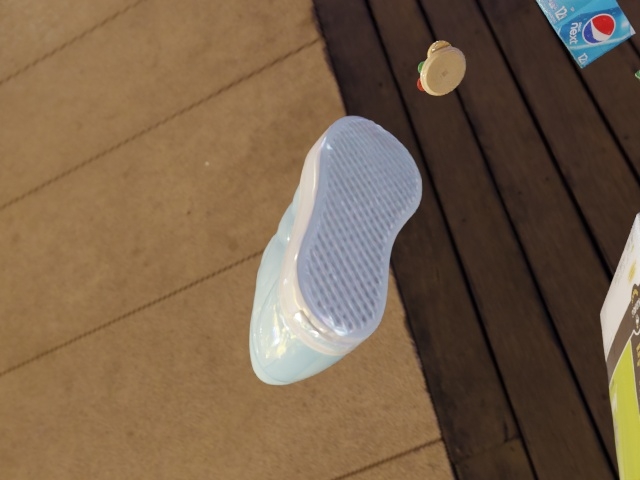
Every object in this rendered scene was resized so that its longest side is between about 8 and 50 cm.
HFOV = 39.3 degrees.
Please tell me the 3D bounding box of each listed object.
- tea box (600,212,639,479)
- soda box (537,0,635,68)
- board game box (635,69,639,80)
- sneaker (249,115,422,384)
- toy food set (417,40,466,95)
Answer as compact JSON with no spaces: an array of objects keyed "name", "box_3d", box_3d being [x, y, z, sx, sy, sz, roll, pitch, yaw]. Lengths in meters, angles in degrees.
[{"name":"tea box","box_3d":[0.462,0.173,1.020,0.220,0.329,0.323,-2,66,9]},{"name":"soda box","box_3d":[0.271,-0.289,1.003,0.067,0.071,0.210,-34,40,20]},{"name":"board game box","box_3d":[0.507,-0.211,1.175,0.136,0.260,0.030,-46,55,16]},{"name":"sneaker","box_3d":[0.000,0.000,0.938,0.150,0.135,0.366,-42,14,36]},{"name":"toy food set","box_3d":[0.188,-0.263,1.389,0.082,0.083,0.020,-56,39,15]}]
